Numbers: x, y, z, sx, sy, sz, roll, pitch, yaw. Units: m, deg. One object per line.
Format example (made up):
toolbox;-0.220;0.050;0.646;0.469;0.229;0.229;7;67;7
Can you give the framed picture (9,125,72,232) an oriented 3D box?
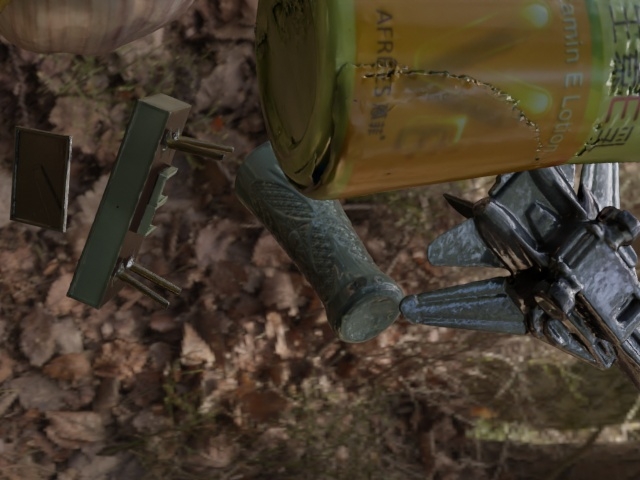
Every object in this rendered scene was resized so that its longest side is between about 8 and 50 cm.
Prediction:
framed picture;-0.426;-0.094;1.549;0.011;0.109;0.149;-15;115;-61

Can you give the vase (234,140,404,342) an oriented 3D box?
vase;0.000;0.000;1.002;0.096;0.096;0.219;3;39;-37

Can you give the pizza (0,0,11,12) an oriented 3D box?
pizza;-0.243;-0.193;0.515;0.223;0.089;0.323;38;83;7

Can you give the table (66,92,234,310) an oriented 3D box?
table;-0.188;-0.036;1.177;0.111;0.121;0.240;22;103;-1

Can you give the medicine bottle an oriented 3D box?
medicine bottle;0.094;-0.091;0.494;0.238;0.124;0.124;-8;84;-17

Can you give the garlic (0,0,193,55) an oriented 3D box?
garlic;-0.270;-0.322;1.073;0.317;0.259;0.318;9;54;-12

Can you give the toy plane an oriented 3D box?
toy plane;0.194;0.047;0.704;0.212;0.088;0.267;-46;109;-9
